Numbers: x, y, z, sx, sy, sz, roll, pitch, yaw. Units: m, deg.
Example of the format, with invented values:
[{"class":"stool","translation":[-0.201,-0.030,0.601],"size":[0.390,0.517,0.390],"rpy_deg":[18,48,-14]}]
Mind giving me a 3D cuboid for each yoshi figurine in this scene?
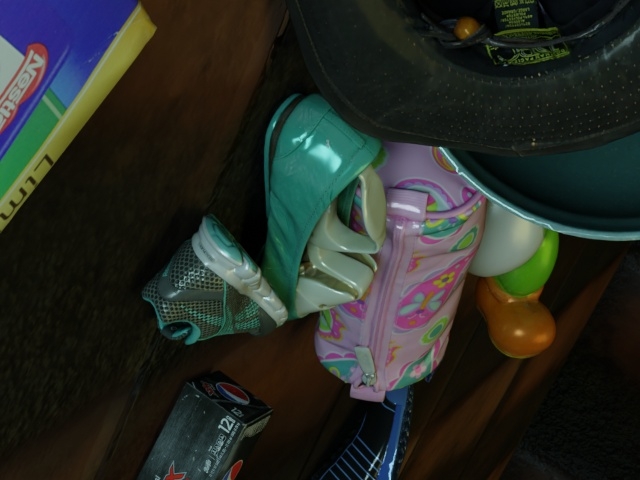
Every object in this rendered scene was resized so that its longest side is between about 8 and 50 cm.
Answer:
[{"class":"yoshi figurine","translation":[0.169,-0.036,1.313],"size":[0.203,0.203,0.362],"rpy_deg":[-34,149,-40]}]

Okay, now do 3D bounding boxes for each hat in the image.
[{"class":"hat","translation":[0.117,-0.207,0.887],"size":[0.134,0.331,0.331],"rpy_deg":[-98,-162,-45]}]

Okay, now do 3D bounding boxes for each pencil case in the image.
[{"class":"pencil case","translation":[0.060,0.016,1.205],"size":[0.124,0.124,0.284],"rpy_deg":[-48,162,-30]}]

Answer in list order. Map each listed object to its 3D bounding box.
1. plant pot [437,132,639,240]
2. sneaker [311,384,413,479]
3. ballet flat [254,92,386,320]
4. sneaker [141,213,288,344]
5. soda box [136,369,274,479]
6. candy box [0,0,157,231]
[{"class":"plant pot","translation":[0.208,-0.159,1.070],"size":[0.293,0.293,0.196],"rpy_deg":[-61,176,12]},{"class":"sneaker","translation":[0.040,0.247,1.669],"size":[0.081,0.090,0.232],"rpy_deg":[66,37,-69]},{"class":"ballet flat","translation":[0.000,0.000,1.063],"size":[0.083,0.087,0.247],"rpy_deg":[-49,162,-31]},{"class":"sneaker","translation":[-0.073,0.038,1.000],"size":[0.076,0.065,0.166],"rpy_deg":[-40,159,-3]},{"class":"soda box","translation":[-0.103,0.185,1.154],"size":[0.169,0.060,0.053],"rpy_deg":[-62,162,17]},{"class":"candy box","translation":[-0.197,-0.039,0.367],"size":[0.268,0.122,0.317],"rpy_deg":[-55,165,-9]}]
